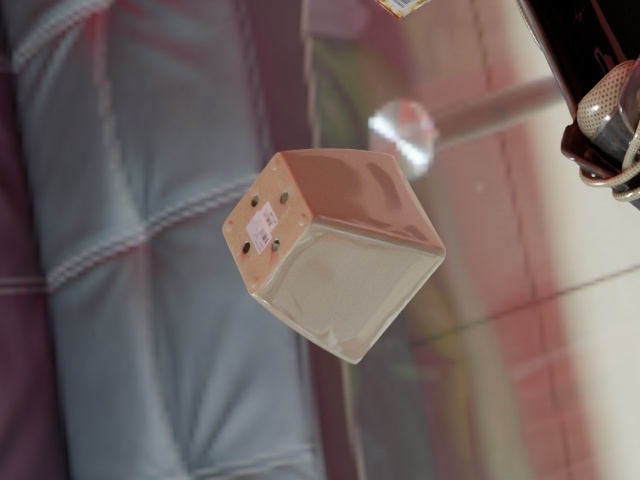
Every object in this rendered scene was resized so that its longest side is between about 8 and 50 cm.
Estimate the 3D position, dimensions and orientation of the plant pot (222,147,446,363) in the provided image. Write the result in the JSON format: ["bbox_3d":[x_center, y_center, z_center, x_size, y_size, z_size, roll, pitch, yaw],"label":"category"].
[{"bbox_3d":[0.000,0.000,1.227,0.109,0.096,0.109,-51,41,24],"label":"plant pot"}]

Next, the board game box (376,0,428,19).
[{"bbox_3d":[0.044,-0.239,1.189,0.147,0.193,0.045,-27,45,33],"label":"board game box"}]

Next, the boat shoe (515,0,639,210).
[{"bbox_3d":[0.191,-0.061,0.997,0.355,0.130,0.132,65,147,29],"label":"boat shoe"}]
